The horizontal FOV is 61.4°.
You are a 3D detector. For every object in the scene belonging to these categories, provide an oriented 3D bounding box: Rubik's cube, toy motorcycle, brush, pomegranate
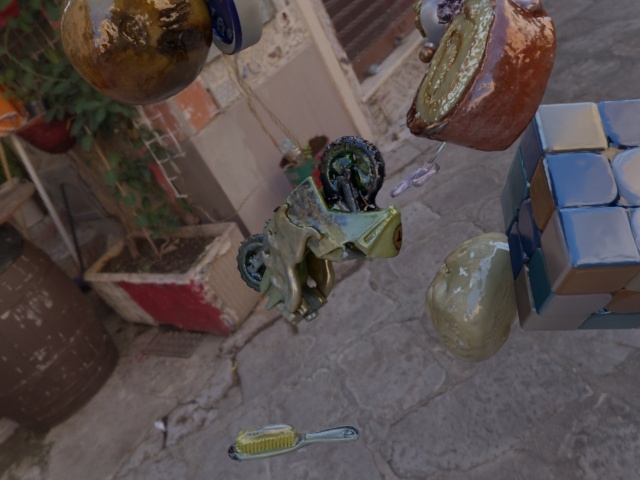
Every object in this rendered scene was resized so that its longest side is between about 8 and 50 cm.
[{"bbox_3d":[0.571,-0.037,1.044,0.347,0.344,0.346,-3,62,4],"label":"Rubik's cube"},{"bbox_3d":[0.000,0.000,1.050,0.410,0.237,0.169,-44,-15,31],"label":"toy motorcycle"},{"bbox_3d":[-0.054,0.425,1.186,0.297,0.060,0.068,-3,19,-16],"label":"brush"},{"bbox_3d":[-0.397,-0.459,1.183,0.322,0.322,0.322,-23,27,12],"label":"pomegranate"}]

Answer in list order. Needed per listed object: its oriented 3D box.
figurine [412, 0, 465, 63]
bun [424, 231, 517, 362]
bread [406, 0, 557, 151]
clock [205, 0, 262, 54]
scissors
[{"bbox_3d":[0.321,-0.462,1.255,0.194,0.274,0.133,-21,-4,-20],"label":"figurine"},{"bbox_3d":[0.393,0.129,1.362,0.234,0.326,0.362,29,18,25],"label":"bun"},{"bbox_3d":[0.243,-0.249,0.809,0.190,0.123,0.244,-115,42,-61],"label":"bread"},{"bbox_3d":[-0.220,-0.545,1.224,0.083,0.230,0.230,-29,25,-20],"label":"clock"},{"bbox_3d":[0.183,-0.130,0.926,0.100,0.015,0.189,-27,13,44],"label":"scissors"}]
